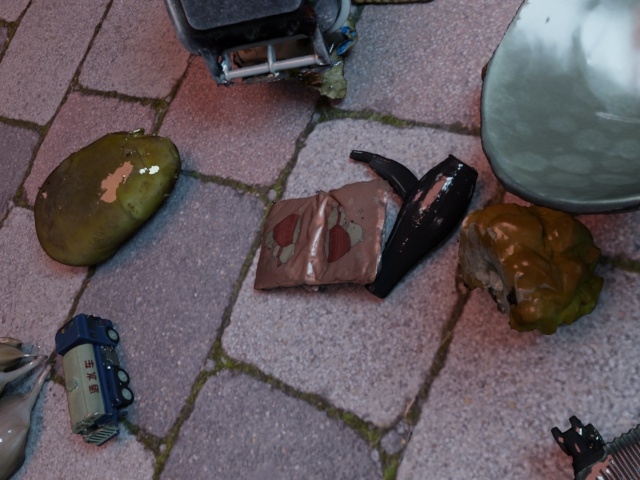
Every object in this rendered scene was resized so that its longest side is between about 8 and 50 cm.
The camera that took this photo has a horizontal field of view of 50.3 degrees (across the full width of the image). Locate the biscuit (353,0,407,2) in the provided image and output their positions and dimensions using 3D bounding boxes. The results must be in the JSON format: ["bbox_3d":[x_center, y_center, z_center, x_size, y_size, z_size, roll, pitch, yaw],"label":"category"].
[{"bbox_3d":[0.143,-0.474,1.038,0.160,0.030,0.250,14,78,37],"label":"biscuit"}]

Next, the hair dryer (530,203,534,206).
[{"bbox_3d":[0.303,-0.070,0.752,0.137,0.047,0.082,-1,69,27],"label":"hair dryer"}]

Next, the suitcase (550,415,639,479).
[{"bbox_3d":[0.346,0.246,0.529,0.202,0.128,0.312,-37,54,14],"label":"suitcase"}]

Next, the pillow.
[{"bbox_3d":[0.000,0.000,0.892,0.248,0.049,0.135,-8,71,47],"label":"pillow"}]

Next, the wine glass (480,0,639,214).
[{"bbox_3d":[0.338,-0.053,0.465,0.267,0.406,0.267,-38,37,36],"label":"wine glass"}]

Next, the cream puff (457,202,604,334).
[{"bbox_3d":[0.223,0.020,0.710,0.156,0.156,0.121,24,116,38],"label":"cream puff"}]

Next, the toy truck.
[{"bbox_3d":[-0.346,0.208,1.026,0.074,0.088,0.202,-36,54,17],"label":"toy truck"}]

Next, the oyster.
[{"bbox_3d":[-0.030,-0.309,1.050,0.214,0.083,0.223,12,61,28],"label":"oyster"}]

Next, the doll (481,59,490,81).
[{"bbox_3d":[0.276,-0.130,0.710,0.201,0.156,0.303,-19,23,-4],"label":"doll"}]

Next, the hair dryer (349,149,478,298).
[{"bbox_3d":[0.087,-0.054,0.887,0.196,0.075,0.219,-54,41,13],"label":"hair dryer"}]

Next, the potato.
[{"bbox_3d":[-0.356,-0.079,1.127,0.296,0.141,0.192,-30,59,16],"label":"potato"}]

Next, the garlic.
[{"bbox_3d":[-0.575,0.286,1.132,0.291,0.210,0.237,-25,24,27],"label":"garlic"}]

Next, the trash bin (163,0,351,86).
[{"bbox_3d":[-0.067,-0.421,0.965,0.255,0.296,0.368,-7,33,19],"label":"trash bin"}]
